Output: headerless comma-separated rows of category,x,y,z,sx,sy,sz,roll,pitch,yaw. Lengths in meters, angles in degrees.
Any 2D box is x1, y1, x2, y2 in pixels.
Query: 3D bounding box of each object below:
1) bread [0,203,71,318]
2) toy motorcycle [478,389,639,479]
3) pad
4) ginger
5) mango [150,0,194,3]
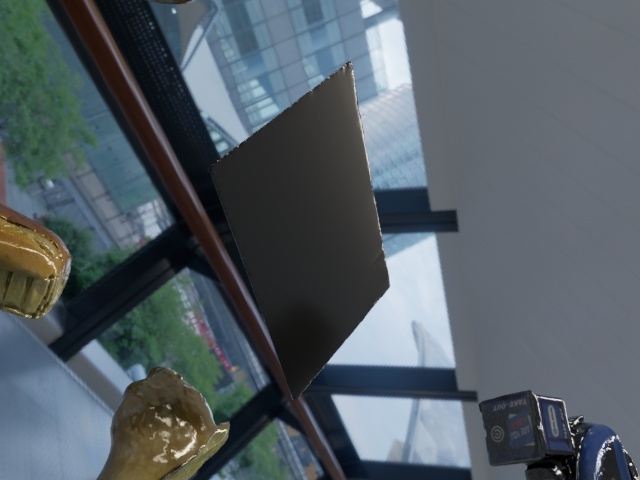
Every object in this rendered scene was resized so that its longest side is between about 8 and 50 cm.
bread,-0.455,0.007,0.820,0.236,0.106,0.140,28,11,-8
toy motorcycle,0.296,0.370,0.708,0.125,0.213,0.358,-35,-132,46
pad,0.000,0.000,0.613,0.005,0.202,0.299,17,-42,35
ginger,-0.189,0.218,0.619,0.122,0.115,0.193,54,37,1
mango,-0.160,-0.313,0.426,0.316,0.193,0.146,59,34,-53
